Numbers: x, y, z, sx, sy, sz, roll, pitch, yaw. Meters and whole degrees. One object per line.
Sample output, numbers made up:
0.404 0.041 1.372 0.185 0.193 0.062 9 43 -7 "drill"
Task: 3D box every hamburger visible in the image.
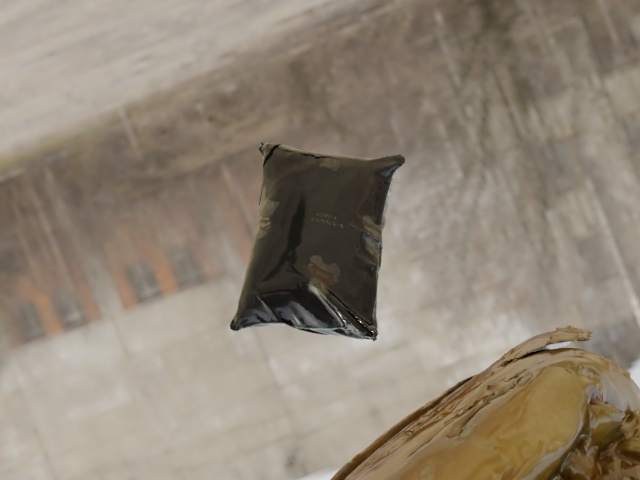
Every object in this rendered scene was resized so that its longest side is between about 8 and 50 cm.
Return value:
0.049 0.125 0.652 0.213 0.108 0.214 -39 178 -2 "hamburger"

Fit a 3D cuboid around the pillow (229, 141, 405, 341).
0.000 0.000 1.058 0.090 0.150 0.048 15 142 -10 "pillow"
